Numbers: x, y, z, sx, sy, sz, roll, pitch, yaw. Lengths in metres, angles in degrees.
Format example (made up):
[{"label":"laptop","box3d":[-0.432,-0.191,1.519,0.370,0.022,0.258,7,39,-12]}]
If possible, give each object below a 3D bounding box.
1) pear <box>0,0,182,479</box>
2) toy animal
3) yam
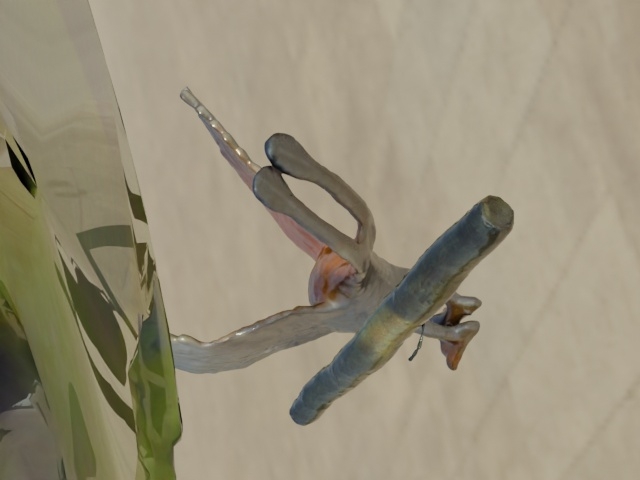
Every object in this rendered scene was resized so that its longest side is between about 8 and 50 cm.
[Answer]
[{"label":"pear","box3d":[-0.163,-0.008,0.456,0.399,0.165,0.398,-14,-90,-85]},{"label":"toy animal","box3d":[0.018,0.009,1.442,0.284,0.302,0.225,-13,57,60]},{"label":"yam","box3d":[0.037,0.046,0.956,0.234,0.029,0.027,129,157,-51]}]
